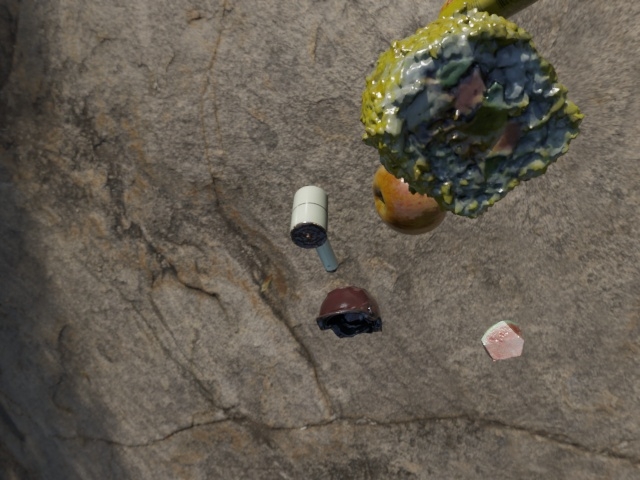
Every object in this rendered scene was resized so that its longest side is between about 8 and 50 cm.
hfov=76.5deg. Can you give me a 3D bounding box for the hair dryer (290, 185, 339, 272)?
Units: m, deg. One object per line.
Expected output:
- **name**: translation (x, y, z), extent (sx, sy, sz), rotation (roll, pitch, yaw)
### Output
- **hair dryer**: translation (0.000, 0.000, 1.477), extent (0.128, 0.203, 0.362), rotation (-12, 133, 13)

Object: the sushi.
- **sushi**: translation (0.277, -0.244, 0.839), extent (0.396, 0.240, 0.351), rotation (35, 113, -27)

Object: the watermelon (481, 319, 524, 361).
- **watermelon**: translation (0.376, 0.213, 0.835), extent (0.084, 0.072, 0.092), rotation (-32, 133, 24)

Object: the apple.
- **apple**: translation (0.412, -0.219, 1.909), extent (0.334, 0.400, 0.400), rotation (-1, 106, 6)

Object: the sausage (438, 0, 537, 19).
- **sausage**: translation (0.421, -0.587, 0.972), extent (0.347, 0.123, 0.123), rotation (-9, 103, 54)

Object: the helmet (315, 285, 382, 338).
- **helmet**: translation (0.047, 0.110, 0.659), extent (0.098, 0.070, 0.123), rotation (-18, 141, 25)
